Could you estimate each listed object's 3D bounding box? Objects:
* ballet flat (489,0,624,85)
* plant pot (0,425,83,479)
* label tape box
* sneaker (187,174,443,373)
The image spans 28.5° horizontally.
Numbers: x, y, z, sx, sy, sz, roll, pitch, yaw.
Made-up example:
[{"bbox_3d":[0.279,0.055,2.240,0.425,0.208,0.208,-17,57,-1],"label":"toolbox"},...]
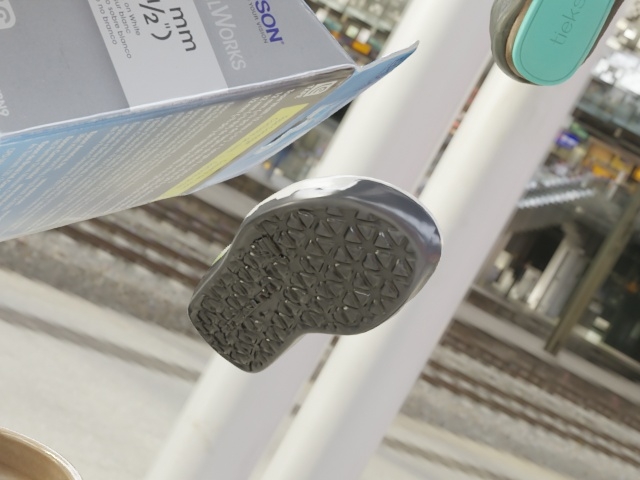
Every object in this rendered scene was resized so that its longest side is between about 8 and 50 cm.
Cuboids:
[{"bbox_3d":[0.200,-0.236,0.861,0.095,0.280,0.096,28,22,-22],"label":"ballet flat"},{"bbox_3d":[-0.370,0.310,1.164,0.263,0.229,0.263,15,11,-3],"label":"plant pot"},{"bbox_3d":[-0.139,-0.100,0.881,0.347,0.115,0.249,-20,-6,-40],"label":"label tape box"},{"bbox_3d":[0.000,0.000,0.687,0.084,0.097,0.234,49,-31,-8],"label":"sneaker"}]
